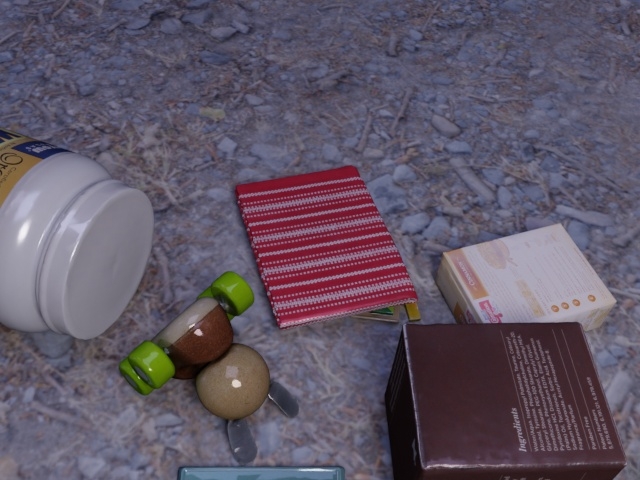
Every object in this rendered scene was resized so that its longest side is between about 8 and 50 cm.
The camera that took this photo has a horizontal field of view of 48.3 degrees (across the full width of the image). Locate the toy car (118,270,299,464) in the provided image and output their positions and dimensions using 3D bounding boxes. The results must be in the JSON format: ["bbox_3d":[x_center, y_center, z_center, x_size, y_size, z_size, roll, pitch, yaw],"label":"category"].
[{"bbox_3d":[-0.114,0.162,0.847,0.155,0.149,0.188,-42,92,-28],"label":"toy car"}]

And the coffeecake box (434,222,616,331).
[{"bbox_3d":[0.270,0.067,0.960,0.185,0.068,0.142,-13,53,-14],"label":"coffeecake box"}]

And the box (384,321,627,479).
[{"bbox_3d":[0.187,0.201,0.779,0.203,0.169,0.167,0,51,-4],"label":"box"}]

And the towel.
[{"bbox_3d":[0.000,0.000,1.014,0.198,0.031,0.275,-11,49,-12],"label":"towel"}]

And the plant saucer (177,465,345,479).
[{"bbox_3d":[-0.066,0.282,0.795,0.191,0.018,0.067,1,51,-4],"label":"plant saucer"}]

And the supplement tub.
[{"bbox_3d":[-0.393,-0.020,0.886,0.316,0.228,0.228,18,52,11],"label":"supplement tub"}]

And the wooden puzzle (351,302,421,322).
[{"bbox_3d":[0.077,0.078,0.974,0.116,0.014,0.079,1,50,-2],"label":"wooden puzzle"}]
